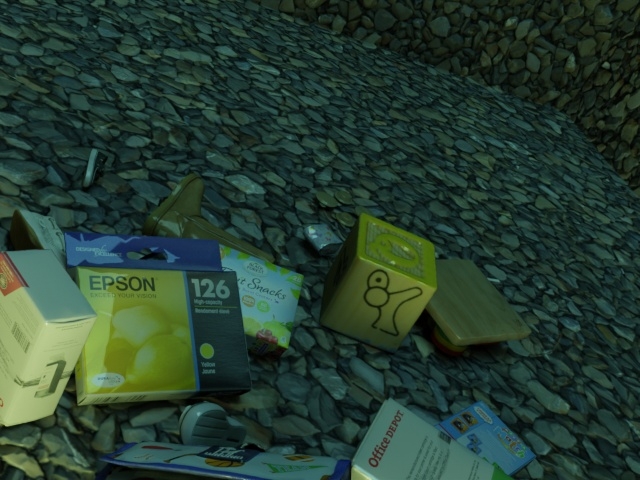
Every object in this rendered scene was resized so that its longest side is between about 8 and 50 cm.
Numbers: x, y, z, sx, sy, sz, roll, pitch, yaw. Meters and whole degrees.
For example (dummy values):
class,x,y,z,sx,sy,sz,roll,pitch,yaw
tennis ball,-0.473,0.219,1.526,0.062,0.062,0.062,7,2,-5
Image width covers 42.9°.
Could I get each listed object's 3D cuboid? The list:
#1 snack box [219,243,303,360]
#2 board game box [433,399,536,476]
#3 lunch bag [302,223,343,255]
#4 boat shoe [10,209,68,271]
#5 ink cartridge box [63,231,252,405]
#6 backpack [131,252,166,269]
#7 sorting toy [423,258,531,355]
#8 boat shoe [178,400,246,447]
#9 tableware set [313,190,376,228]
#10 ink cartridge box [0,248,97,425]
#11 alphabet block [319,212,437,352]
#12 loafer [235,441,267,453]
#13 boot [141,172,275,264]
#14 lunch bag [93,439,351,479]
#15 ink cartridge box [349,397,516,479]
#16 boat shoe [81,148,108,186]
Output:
class,x,y,z,sx,sy,sz,roll,pitch,yaw
snack box,-0.152,0.117,1.591,0.207,0.070,0.174,23,52,-12
board game box,0.311,0.411,1.607,0.211,0.039,0.160,-12,50,-47
lunch bag,0.000,0.000,1.956,0.071,0.053,0.083,47,25,24
boat shoe,-0.473,0.036,1.472,0.096,0.098,0.277,-2,41,-40
ink cartridge box,-0.279,0.122,1.415,0.303,0.072,0.307,3,67,-34
backpack,-0.328,0.080,1.524,0.084,0.105,0.114,54,34,-2
sorting toy,0.323,0.163,1.937,0.255,0.089,0.257,1,41,-38
boat shoe,-0.187,0.294,1.272,0.076,0.226,0.083,22,72,19
tableware set,0.066,-0.086,2.169,0.168,0.020,0.141,-12,51,-49
ink cartridge box,-0.439,0.144,1.221,0.092,0.218,0.158,-4,43,-50
alphabet block,0.125,0.092,1.776,0.192,0.197,0.193,23,31,-11
loafer,-0.056,0.443,1.171,0.134,0.130,0.366,-9,47,-46
boot,-0.220,-0.010,1.766,0.269,0.089,0.236,29,43,2
lunch bag,-0.134,0.394,0.998,0.328,0.239,0.385,3,27,8
ink cartridge box,0.181,0.433,1.385,0.289,0.121,0.211,33,31,8
boat shoe,-0.495,-0.159,1.795,0.040,0.049,0.142,18,30,-18
